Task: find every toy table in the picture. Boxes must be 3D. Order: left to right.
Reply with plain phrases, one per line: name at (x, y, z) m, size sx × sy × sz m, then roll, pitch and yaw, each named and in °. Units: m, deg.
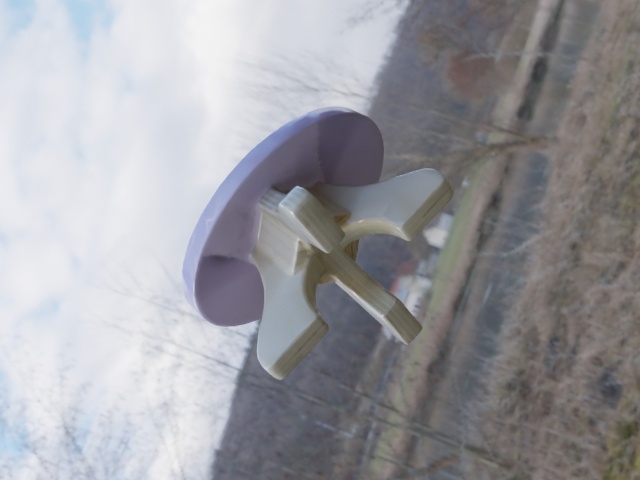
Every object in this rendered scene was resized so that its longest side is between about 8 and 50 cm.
toy table at (0.000, 0.000, 0.921) m, size 0.252 × 0.161 × 0.274 m, roll 33°, pitch -89°, yaw -45°
